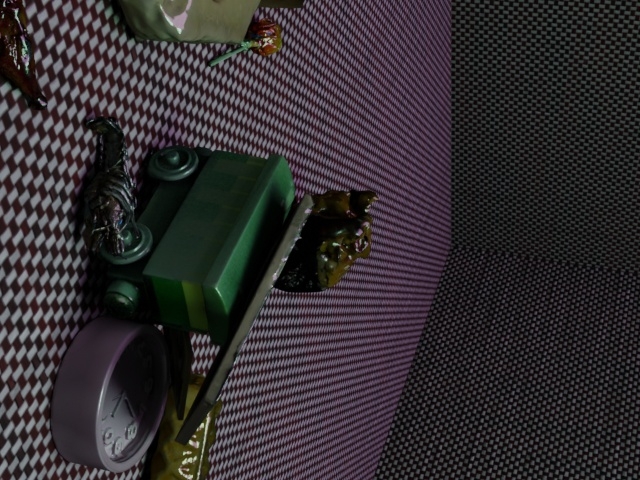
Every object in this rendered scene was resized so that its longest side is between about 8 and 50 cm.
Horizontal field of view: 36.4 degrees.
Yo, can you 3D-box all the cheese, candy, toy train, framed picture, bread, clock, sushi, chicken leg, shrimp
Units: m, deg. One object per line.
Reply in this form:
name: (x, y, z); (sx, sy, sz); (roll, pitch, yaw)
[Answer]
cheese: (-0.165, -0.384, 1.250); (0.326, 0.115, 0.318); (79, 25, -47)
candy: (-0.124, -0.307, 1.559); (0.201, 0.060, 0.060); (-42, 138, -53)
toy train: (-0.166, -0.008, 1.295); (0.120, 0.202, 0.301); (88, 19, -45)
framed picture: (-0.200, 0.127, 1.343); (0.201, 0.010, 0.136); (-110, -155, -46)
bread: (-0.214, 0.339, 1.504); (0.087, 0.098, 0.270); (-3, -106, 64)
clock: (-0.271, 0.201, 1.280); (0.197, 0.068, 0.197); (9, 90, -73)
sushi: (0.001, -0.006, 1.835); (0.213, 0.204, 0.200); (82, 19, -57)
chicken leg: (-0.313, -0.194, 1.012); (0.062, 0.037, 0.145); (-80, 168, -57)
shrimp: (-0.251, -0.064, 1.197); (0.076, 0.082, 0.174); (5, 86, -69)
framed picture: (-0.101, 0.108, 1.298); (0.315, 0.024, 0.232); (-64, -175, -30)

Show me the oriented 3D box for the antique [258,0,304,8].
antique: (-0.043, -0.432, 1.432); (0.310, 0.087, 0.093); (159, -70, -79)
